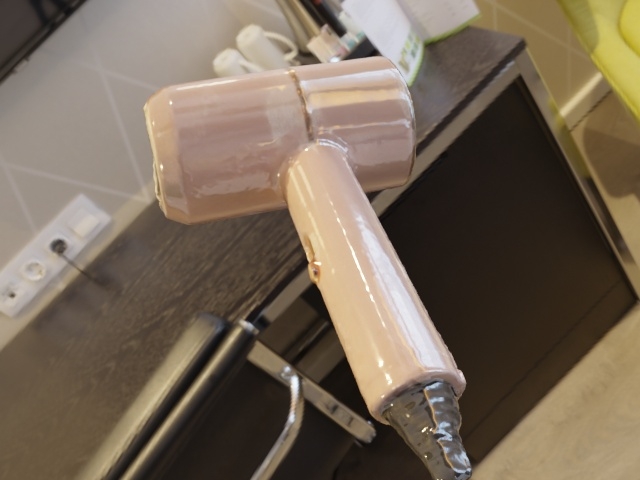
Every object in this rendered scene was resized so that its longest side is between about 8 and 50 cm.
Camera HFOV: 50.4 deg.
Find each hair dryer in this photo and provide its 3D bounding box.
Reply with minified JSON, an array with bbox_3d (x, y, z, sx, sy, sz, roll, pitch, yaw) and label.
[{"bbox_3d":[0.000,0.000,0.427,0.190,0.106,0.344,-11,42,-12],"label":"hair dryer"}]
